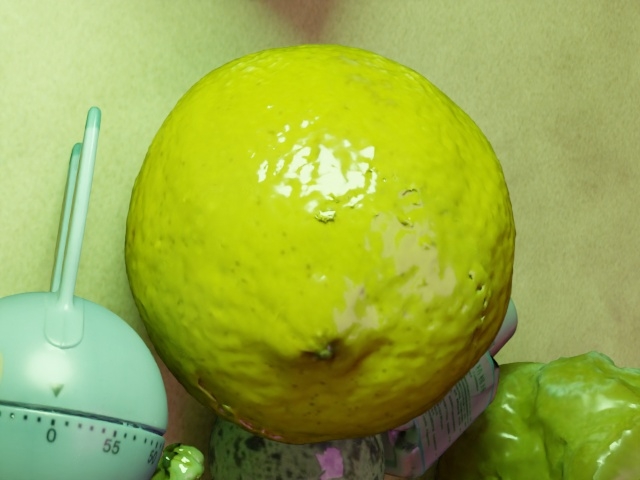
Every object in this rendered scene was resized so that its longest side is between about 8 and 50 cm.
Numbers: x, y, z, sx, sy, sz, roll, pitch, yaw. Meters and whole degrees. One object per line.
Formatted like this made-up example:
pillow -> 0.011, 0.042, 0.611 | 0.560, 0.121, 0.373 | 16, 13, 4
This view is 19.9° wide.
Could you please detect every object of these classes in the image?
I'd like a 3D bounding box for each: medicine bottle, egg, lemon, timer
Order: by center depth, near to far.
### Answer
timer -> -0.188, 0.063, 1.151 | 0.175, 0.175, 0.255 | -10, 84, -50
lemon -> 0.000, 0.001, 1.245 | 0.293, 0.293, 0.293 | -18, 113, -48
egg -> -0.015, 0.171, 1.390 | 0.132, 0.132, 0.172 | -58, 149, -24
medicine bottle -> 0.080, 0.101, 1.499 | 0.188, 0.119, 0.094 | -40, 129, -38

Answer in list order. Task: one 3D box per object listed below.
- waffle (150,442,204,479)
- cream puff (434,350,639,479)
waffle -> -0.144, 0.217, 1.234 | 0.169, 0.036, 0.183 | -50, 178, -36
cream puff -> 0.244, 0.299, 1.571 | 0.275, 0.378, 0.378 | -58, 143, -58
